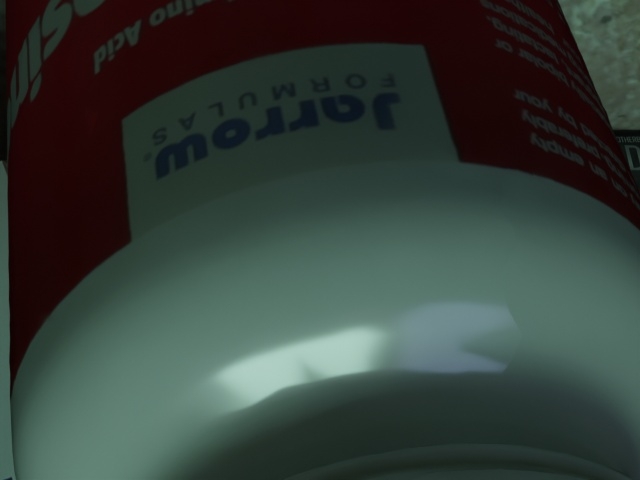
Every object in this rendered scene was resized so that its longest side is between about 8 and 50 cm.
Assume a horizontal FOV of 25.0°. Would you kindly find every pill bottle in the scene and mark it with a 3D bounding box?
[{"bbox_3d":[0.000,0.000,0.535,0.229,0.407,0.229,-7,138,-6],"label":"pill bottle"}]

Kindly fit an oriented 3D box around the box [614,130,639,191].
[{"bbox_3d":[0.265,0.051,0.759,0.308,0.242,0.076,-1,141,-2],"label":"box"}]

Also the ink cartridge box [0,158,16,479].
[{"bbox_3d":[-0.154,0.088,0.722,0.130,0.271,0.309,-20,164,-2],"label":"ink cartridge box"}]
